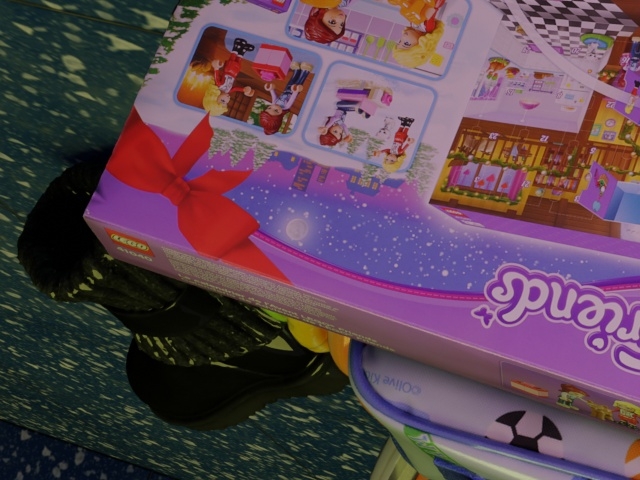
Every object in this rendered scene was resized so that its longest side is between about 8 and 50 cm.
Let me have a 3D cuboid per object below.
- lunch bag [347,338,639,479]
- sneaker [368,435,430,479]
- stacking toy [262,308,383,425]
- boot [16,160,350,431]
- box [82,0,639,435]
[{"bbox_3d":[0.167,0.032,0.786,0.303,0.243,0.115,14,163,23],"label":"lunch bag"},{"bbox_3d":[0.153,0.116,0.947,0.180,0.321,0.125,47,-144,22],"label":"sneaker"},{"bbox_3d":[0.000,0.000,1.126,0.302,0.175,0.166,28,170,24],"label":"stacking toy"},{"bbox_3d":[-0.142,0.048,1.456,0.260,0.131,0.348,21,156,-26],"label":"boot"},{"bbox_3d":[0.076,-0.046,0.723,0.293,0.201,0.057,18,164,13],"label":"box"}]
